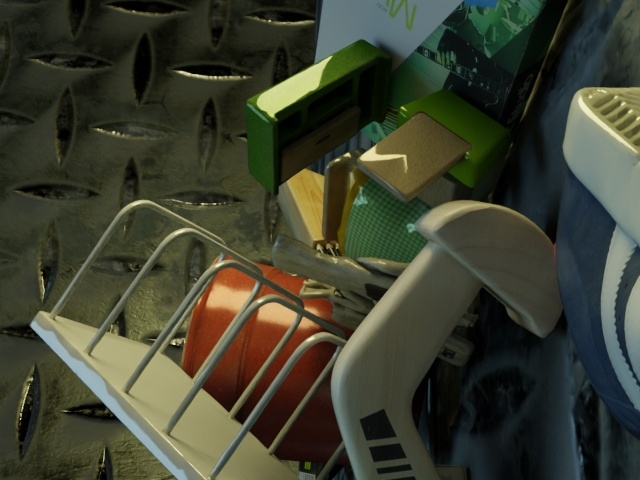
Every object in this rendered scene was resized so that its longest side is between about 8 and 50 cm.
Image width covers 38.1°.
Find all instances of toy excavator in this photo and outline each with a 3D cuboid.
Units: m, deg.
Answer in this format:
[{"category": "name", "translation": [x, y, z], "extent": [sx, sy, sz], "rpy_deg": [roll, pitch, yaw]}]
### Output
[{"category": "toy excavator", "translation": [0.053, 0.239, 0.764], "extent": [0.222, 0.433, 0.445], "rpy_deg": [-130, 16, -82]}]

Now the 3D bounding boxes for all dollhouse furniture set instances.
[{"category": "dollhouse furniture set", "translation": [0.049, -0.013, 0.932], "extent": [0.197, 0.151, 0.301], "rpy_deg": [39, 150, 26]}]

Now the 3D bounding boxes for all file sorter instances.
[{"category": "file sorter", "translation": [-0.100, 0.107, 0.908], "extent": [0.173, 0.278, 0.193], "rpy_deg": [-56, -34, 1]}]

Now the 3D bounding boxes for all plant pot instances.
[{"category": "plant pot", "translation": [-0.005, 0.163, 1.158], "extent": [0.272, 0.265, 0.272], "rpy_deg": [7, -90, -80]}]

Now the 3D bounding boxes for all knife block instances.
[{"category": "knife block", "translation": [0.000, 0.000, 1.607], "extent": [0.242, 0.276, 0.088], "rpy_deg": [-50, -24, -45]}]

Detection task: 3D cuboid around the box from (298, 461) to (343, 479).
[{"category": "box", "translation": [0.008, 0.402, 1.888], "extent": [0.184, 0.045, 0.190], "rpy_deg": [-16, -68, -67]}]

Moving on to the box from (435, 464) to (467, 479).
[{"category": "box", "translation": [0.098, 0.357, 1.072], "extent": [0.275, 0.094, 0.113], "rpy_deg": [100, 171, -54]}]

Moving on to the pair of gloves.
[{"category": "pair of gloves", "translation": [0.063, 0.058, 0.942], "extent": [0.240, 0.204, 0.042], "rpy_deg": [66, -137, -68]}]

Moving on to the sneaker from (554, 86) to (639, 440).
[{"category": "sneaker", "translation": [0.177, 0.058, 0.364], "extent": [0.350, 0.131, 0.148], "rpy_deg": [-85, -6, -62]}]

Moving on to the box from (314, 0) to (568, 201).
[{"category": "box", "translation": [0.101, -0.204, 0.870], "extent": [0.232, 0.058, 0.322], "rpy_deg": [42, 150, 23]}]
